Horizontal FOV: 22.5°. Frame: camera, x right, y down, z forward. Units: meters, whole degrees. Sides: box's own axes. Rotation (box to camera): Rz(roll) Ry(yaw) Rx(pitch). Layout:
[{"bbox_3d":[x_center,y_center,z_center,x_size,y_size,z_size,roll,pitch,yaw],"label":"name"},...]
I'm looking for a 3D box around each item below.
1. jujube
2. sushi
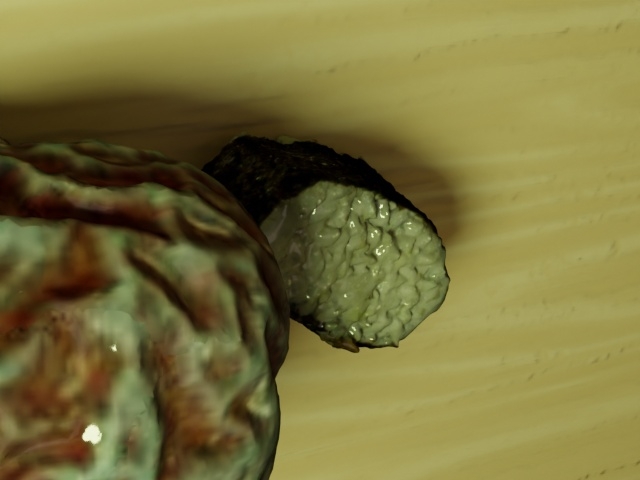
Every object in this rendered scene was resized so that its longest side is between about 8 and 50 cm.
[{"bbox_3d":[-0.165,0.065,0.656,0.317,0.226,0.226,-2,121,-31],"label":"jujube"},{"bbox_3d":[0.000,0.000,0.824,0.150,0.078,0.090,19,101,-44],"label":"sushi"}]
